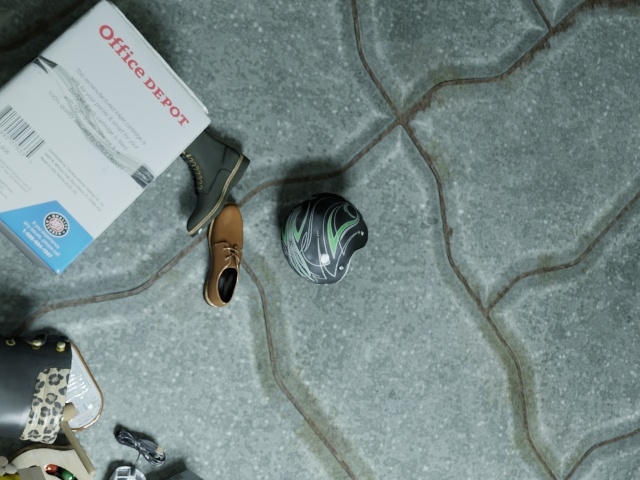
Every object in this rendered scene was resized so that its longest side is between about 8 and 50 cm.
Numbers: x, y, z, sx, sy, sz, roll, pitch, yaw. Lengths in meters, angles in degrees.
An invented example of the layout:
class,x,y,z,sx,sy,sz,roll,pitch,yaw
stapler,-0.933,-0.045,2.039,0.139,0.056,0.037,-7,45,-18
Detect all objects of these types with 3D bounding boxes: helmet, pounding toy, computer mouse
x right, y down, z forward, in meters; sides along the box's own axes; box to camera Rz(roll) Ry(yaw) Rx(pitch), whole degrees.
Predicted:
class,x,y,z,sx,sy,sz,roll,pitch,yaw
helmet,0.000,0.000,1.867,0.161,0.169,0.169,-46,112,-37
pounding toy,-0.467,0.431,1.609,0.154,0.155,0.269,-17,91,-19
computer mouse,-0.371,0.462,1.743,0.106,0.042,0.193,28,76,-21

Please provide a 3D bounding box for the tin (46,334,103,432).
class,x,y,z,sx,sy,sz,roll,pitch,yaw
tin,-0.468,0.262,1.690,0.106,0.040,0.190,-33,106,-28

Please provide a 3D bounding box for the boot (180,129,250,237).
class,x,y,z,sx,sy,sz,roll,pitch,yaw
boot,-0.241,-0.119,1.792,0.137,0.077,0.198,38,61,-19

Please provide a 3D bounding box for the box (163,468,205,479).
class,x,y,z,sx,sy,sz,roll,pitch,yaw
box,-0.267,0.505,1.765,0.101,0.102,0.087,-20,102,-28

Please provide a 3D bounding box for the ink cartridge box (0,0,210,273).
class,x,y,z,sx,sy,sz,roll,pitch,yaw
ink cartridge box,-0.435,-0.181,1.624,0.395,0.166,0.285,-48,112,-18

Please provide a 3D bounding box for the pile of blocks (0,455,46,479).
class,x,y,z,sx,sy,sz,roll,pitch,yaw
pile of blocks,-0.609,0.385,1.508,0.362,0.113,0.149,31,31,3

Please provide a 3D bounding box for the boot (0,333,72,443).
class,x,y,z,sx,sy,sz,roll,pitch,yaw
boot,-0.567,0.160,1.544,0.284,0.138,0.377,13,60,-30

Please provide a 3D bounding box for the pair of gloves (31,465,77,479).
class,x,y,z,sx,sy,sz,roll,pitch,yaw
pair of gloves,-0.486,0.423,1.696,0.083,0.010,0.074,-11,94,-29

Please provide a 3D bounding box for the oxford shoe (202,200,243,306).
class,x,y,z,sx,sy,sz,roll,pitch,yaw
oxford shoe,-0.179,0.027,1.820,0.076,0.076,0.212,6,86,-27
